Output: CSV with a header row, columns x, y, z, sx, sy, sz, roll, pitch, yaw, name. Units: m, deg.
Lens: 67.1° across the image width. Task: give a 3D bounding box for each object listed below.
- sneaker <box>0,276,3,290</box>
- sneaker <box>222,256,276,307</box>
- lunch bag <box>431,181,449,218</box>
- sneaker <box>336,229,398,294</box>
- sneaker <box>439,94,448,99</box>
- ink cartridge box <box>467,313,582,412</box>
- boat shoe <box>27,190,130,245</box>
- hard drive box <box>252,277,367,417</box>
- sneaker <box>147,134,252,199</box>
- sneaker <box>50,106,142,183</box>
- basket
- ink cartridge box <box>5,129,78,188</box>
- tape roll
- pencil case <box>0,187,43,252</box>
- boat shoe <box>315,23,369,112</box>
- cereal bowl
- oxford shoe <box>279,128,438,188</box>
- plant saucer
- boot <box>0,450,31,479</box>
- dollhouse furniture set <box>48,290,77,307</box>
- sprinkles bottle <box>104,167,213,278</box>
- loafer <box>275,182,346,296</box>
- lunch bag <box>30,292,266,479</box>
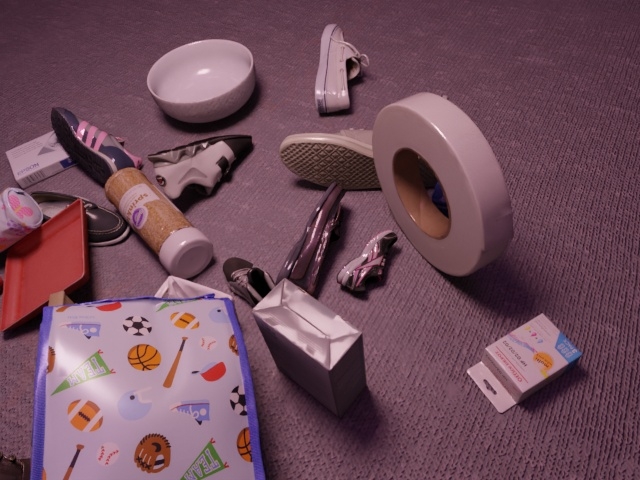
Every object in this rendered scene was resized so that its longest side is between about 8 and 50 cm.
x,y,z,sx,sy,sz,roll,pitch,yaw,name
-0.898,0.120,1.174,0.221,0.087,0.128,-32,56,-18,sneaker
-0.150,0.083,1.068,0.086,0.132,0.228,-37,57,-20,sneaker
0.316,-0.111,1.197,0.067,0.065,0.098,15,56,18,lunch bag
0.122,0.056,1.104,0.077,0.072,0.178,40,74,18,sneaker
0.283,-0.349,1.377,0.121,0.079,0.217,17,58,18,sneaker
0.386,0.233,0.923,0.181,0.062,0.104,-27,54,-13,ink cartridge box
-0.649,-0.063,1.276,0.302,0.091,0.114,7,54,13,boat shoe
-0.013,0.204,0.893,0.181,0.232,0.089,32,62,27,hard drive box
-0.314,-0.208,1.342,0.122,0.146,0.330,4,25,42,sneaker
-0.664,-0.287,1.429,0.319,0.112,0.131,43,42,14,sneaker
-0.272,0.166,1.040,0.167,0.103,0.113,16,56,18,basket
-0.853,-0.285,1.505,0.223,0.045,0.224,-31,55,-16,ink cartridge box
0.236,-0.109,1.004,0.072,0.392,0.392,-25,53,-12,tape roll
-0.840,-0.021,1.212,0.273,0.113,0.124,-29,73,7,pencil case
0.078,-0.554,1.531,0.156,0.136,0.367,1,56,9,boat shoe
-0.362,-0.487,1.534,0.338,0.141,0.339,-4,52,5,cereal bowl
0.120,-0.225,1.253,0.449,0.169,0.130,2,55,0,oxford shoe
-0.654,0.061,1.166,0.259,0.048,0.258,-31,52,10,plant saucer
-0.467,0.383,0.810,0.091,0.229,0.263,-21,51,14,boot
-0.459,0.208,0.982,0.101,0.182,0.161,-16,52,-5,dollhouse furniture set
-0.413,-0.051,1.217,0.121,0.121,0.355,-38,56,-20,sprinkles bottle
0.000,0.000,1.147,0.095,0.109,0.303,27,65,3,loafer
-0.283,0.280,0.792,0.327,0.239,0.386,-1,63,-26,lunch bag
